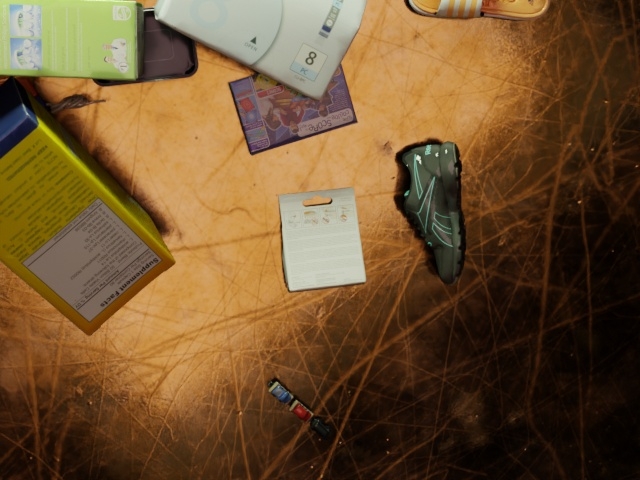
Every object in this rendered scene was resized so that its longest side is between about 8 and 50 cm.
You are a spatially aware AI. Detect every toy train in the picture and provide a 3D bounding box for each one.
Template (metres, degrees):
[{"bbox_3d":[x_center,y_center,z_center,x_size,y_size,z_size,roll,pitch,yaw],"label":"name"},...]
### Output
[{"bbox_3d":[-0.499,-0.271,1.644,0.248,0.105,0.143,-15,88,-6],"label":"toy train"},{"bbox_3d":[-0.039,0.321,1.839,0.158,0.036,0.027,43,91,-13],"label":"toy train"}]

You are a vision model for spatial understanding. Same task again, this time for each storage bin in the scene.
[{"bbox_3d":[-0.303,-0.330,1.665,0.180,0.084,0.122,-8,100,-8],"label":"storage bin"}]

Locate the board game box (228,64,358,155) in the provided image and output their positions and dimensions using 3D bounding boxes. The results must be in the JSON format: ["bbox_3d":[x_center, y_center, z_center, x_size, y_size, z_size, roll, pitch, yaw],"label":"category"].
[{"bbox_3d":[-0.048,-0.245,1.743,0.201,0.035,0.136,-17,101,-5],"label":"board game box"}]

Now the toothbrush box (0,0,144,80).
[{"bbox_3d":[-0.418,-0.312,1.502,0.283,0.206,0.122,0,102,-6],"label":"toothbrush box"}]

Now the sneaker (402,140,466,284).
[{"bbox_3d":[0.212,-0.049,1.800,0.106,0.101,0.267,-3,102,14],"label":"sneaker"}]

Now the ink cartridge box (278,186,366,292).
[{"bbox_3d":[0.000,0.000,1.800,0.146,0.045,0.179,-6,82,-7],"label":"ink cartridge box"}]

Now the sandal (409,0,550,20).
[{"bbox_3d":[0.291,-0.445,1.740,0.266,0.076,0.101,2,99,-9],"label":"sandal"}]

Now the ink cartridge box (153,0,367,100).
[{"bbox_3d":[-0.049,-0.463,1.589,0.308,0.091,0.384,24,104,-24],"label":"ink cartridge box"}]

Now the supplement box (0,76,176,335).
[{"bbox_3d":[-0.433,-0.052,1.578,0.194,0.195,0.356,-40,125,0],"label":"supplement box"}]
